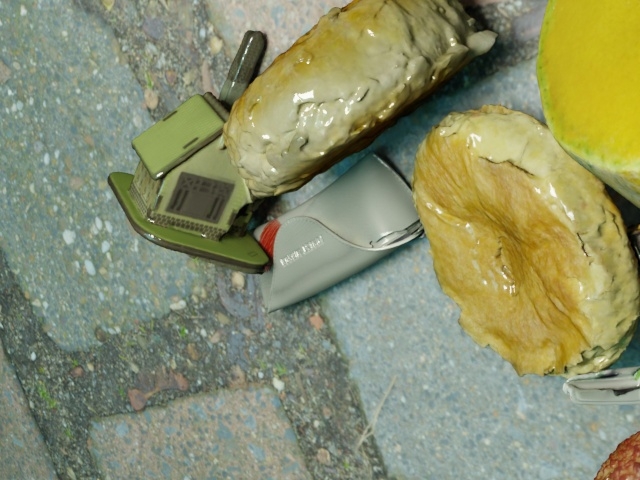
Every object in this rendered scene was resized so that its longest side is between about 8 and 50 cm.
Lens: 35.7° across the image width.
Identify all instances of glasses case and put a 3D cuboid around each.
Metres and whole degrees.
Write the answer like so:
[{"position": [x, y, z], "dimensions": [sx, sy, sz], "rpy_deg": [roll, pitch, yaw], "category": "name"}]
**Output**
[{"position": [-0.001, -0.002, 1.328], "dimensions": [0.308, 0.083, 0.128], "rpy_deg": [-30, 86, 41], "category": "glasses case"}]

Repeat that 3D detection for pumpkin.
[{"position": [0.326, -0.157, 0.816], "dimensions": [0.332, 0.199, 0.332], "rpy_deg": [-46, 34, 43], "category": "pumpkin"}]

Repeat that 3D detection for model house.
[{"position": [-0.127, -0.132, 1.304], "dimensions": [0.279, 0.204, 0.218], "rpy_deg": [-63, 35, 17], "category": "model house"}]

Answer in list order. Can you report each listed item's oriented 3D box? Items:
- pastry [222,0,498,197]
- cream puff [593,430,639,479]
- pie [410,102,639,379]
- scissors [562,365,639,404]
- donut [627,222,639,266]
[{"position": [0.024, -0.170, 1.104], "dimensions": [0.329, 0.329, 0.136], "rpy_deg": [-35, 91, 41], "category": "pastry"}, {"position": [0.395, 0.324, 1.073], "dimensions": [0.240, 0.164, 0.240], "rpy_deg": [6, 99, 37], "category": "cream puff"}, {"position": [0.216, 0.006, 1.098], "dimensions": [0.339, 0.083, 0.339], "rpy_deg": [46, 148, 39], "category": "pie"}, {"position": [0.353, 0.153, 1.044], "dimensions": [0.027, 0.204, 0.101], "rpy_deg": [-120, 29, -67], "category": "scissors"}, {"position": [0.479, -0.020, 0.902], "dimensions": [0.259, 0.136, 0.345], "rpy_deg": [48, 130, 13], "category": "donut"}]
